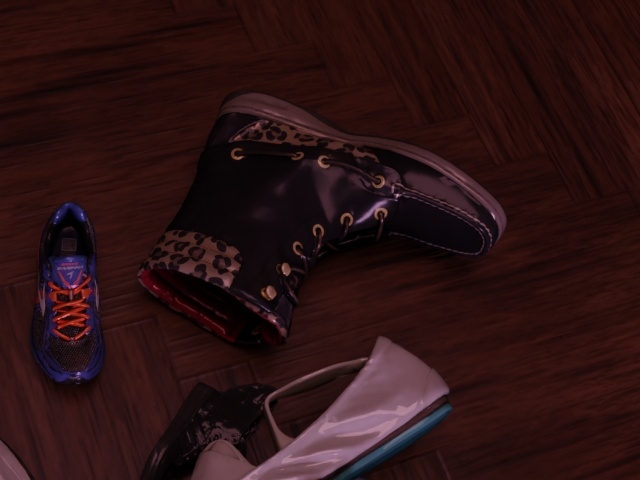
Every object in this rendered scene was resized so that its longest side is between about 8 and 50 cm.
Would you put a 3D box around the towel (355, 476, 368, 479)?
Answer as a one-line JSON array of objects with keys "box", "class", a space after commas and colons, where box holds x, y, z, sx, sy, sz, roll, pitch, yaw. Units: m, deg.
[{"box": [0.112, 0.382, 1.206, 0.285, 0.034, 0.209, 25, 57, 2], "class": "towel"}]

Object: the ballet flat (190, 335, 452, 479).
[{"box": [-0.044, 0.233, 1.187, 0.400, 0.139, 0.139, -33, 73, -23], "class": "ballet flat"}]

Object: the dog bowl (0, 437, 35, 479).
[{"box": [-0.428, 0.332, 0.990, 0.408, 0.150, 0.408, 6, 58, -10], "class": "dog bowl"}]

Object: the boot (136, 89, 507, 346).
[{"box": [0.000, 0.000, 1.338, 0.377, 0.138, 0.284, 25, 57, 6], "class": "boot"}]

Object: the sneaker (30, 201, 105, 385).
[{"box": [-0.280, 0.054, 1.270, 0.083, 0.087, 0.221, -5, 62, -15], "class": "sneaker"}]

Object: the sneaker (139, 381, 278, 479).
[{"box": [-0.117, 0.214, 1.237, 0.089, 0.051, 0.170, 26, 55, 7], "class": "sneaker"}]
